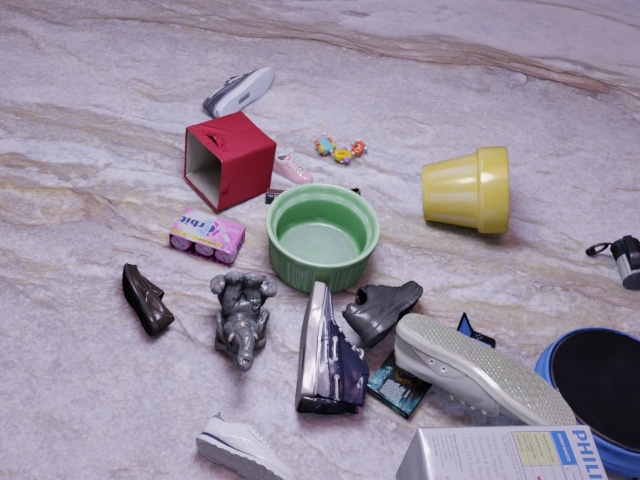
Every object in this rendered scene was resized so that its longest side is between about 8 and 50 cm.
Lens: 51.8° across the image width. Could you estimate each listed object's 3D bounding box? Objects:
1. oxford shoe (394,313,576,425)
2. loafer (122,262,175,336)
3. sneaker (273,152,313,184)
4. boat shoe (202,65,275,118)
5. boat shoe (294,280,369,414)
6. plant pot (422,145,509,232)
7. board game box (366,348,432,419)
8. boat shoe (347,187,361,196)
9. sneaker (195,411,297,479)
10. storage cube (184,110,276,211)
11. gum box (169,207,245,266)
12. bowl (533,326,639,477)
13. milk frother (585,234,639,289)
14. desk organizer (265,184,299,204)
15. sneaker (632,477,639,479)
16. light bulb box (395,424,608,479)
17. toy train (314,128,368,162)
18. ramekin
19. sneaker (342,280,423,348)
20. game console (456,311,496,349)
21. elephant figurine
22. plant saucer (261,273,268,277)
[{"bbox_3d":[0.363,0.325,1.514,0.450,0.130,0.169,28,25,21],"label":"oxford shoe"},{"bbox_3d":[-0.431,0.143,1.644,0.078,0.080,0.220,-15,57,-33],"label":"loafer"},{"bbox_3d":[-0.084,-0.222,2.017,0.135,0.070,0.051,23,47,10],"label":"sneaker"},{"bbox_3d":[-0.276,-0.514,2.233,0.102,0.108,0.301,33,59,18],"label":"boat shoe"},{"bbox_3d":[0.035,0.261,1.581,0.158,0.127,0.340,11,55,-7],"label":"boat shoe"},{"bbox_3d":[0.420,-0.142,1.921,0.239,0.253,0.253,-2,47,12],"label":"plant pot"},{"bbox_3d":[0.208,0.327,1.597,0.126,0.026,0.186,32,52,20],"label":"board game box"},{"bbox_3d":[0.036,-0.117,1.942,0.183,0.066,0.066,-21,54,-25],"label":"boat shoe"},{"bbox_3d":[-0.147,0.446,1.404,0.235,0.090,0.095,26,40,12],"label":"sneaker"},{"bbox_3d":[-0.263,-0.233,1.909,0.193,0.214,0.184,-25,56,-34],"label":"storage cube"},{"bbox_3d":[-0.302,-0.008,1.797,0.189,0.062,0.107,18,49,8],"label":"gum box"},{"bbox_3d":[0.711,0.370,1.577,0.392,0.077,0.391,4,43,-4],"label":"bowl"},{"bbox_3d":[0.856,0.064,1.895,0.143,0.129,0.134,-26,41,27],"label":"milk frother"},{"bbox_3d":[-0.096,-0.135,1.953,0.130,0.047,0.050,6,46,-4],"label":"desk organizer"},{"bbox_3d":[0.724,0.528,1.496,0.035,0.031,0.083,32,41,-14],"label":"sneaker"},{"bbox_3d":[0.367,0.567,1.273,0.362,0.225,0.357,2,48,-8],"label":"light bulb box"},{"bbox_3d":[0.063,-0.296,2.124,0.167,0.046,0.125,21,48,6],"label":"toy train"},{"bbox_3d":[0.000,0.000,1.777,0.304,0.148,0.303,4,48,-4],"label":"ramekin"},{"bbox_3d":[0.159,0.152,1.649,0.130,0.109,0.286,42,34,13],"label":"sneaker"},{"bbox_3d":[0.385,0.260,1.653,0.107,0.071,0.122,23,50,12],"label":"game console"},{"bbox_3d":[-0.192,0.203,1.576,0.170,0.186,0.239,-10,71,28],"label":"elephant figurine"},{"bbox_3d":[-0.167,0.123,1.733,0.084,0.013,0.083,5,48,-5],"label":"plant saucer"}]
